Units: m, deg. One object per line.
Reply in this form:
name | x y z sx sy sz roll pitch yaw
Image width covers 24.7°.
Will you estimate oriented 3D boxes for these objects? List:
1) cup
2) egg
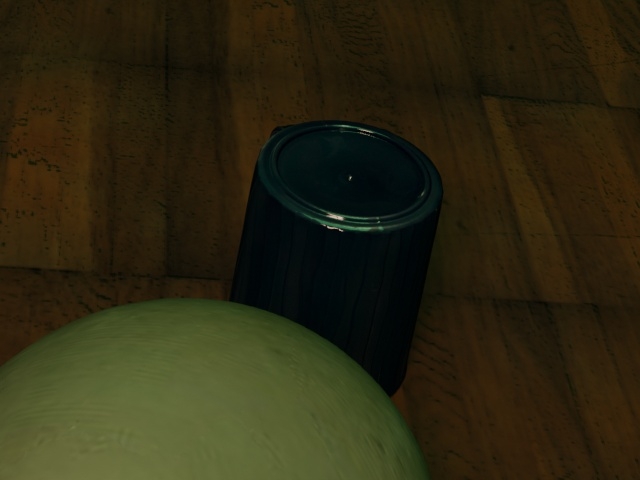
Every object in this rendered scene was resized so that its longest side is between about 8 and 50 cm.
cup | -0.006 0.005 0.859 0.150 0.138 0.113 35 43 27
egg | -0.065 0.136 0.585 0.218 0.218 0.295 21 11 12
